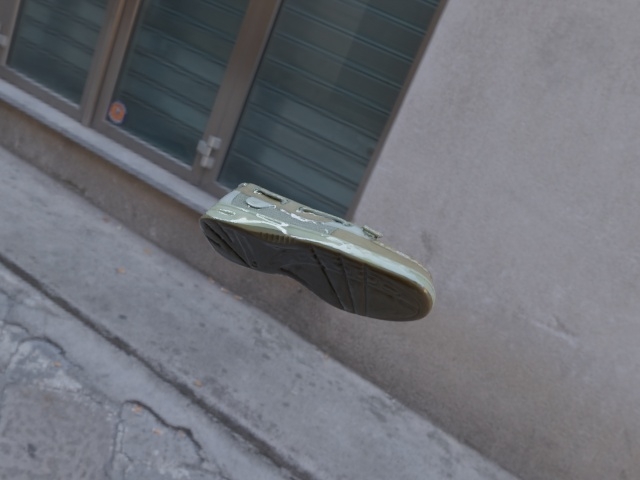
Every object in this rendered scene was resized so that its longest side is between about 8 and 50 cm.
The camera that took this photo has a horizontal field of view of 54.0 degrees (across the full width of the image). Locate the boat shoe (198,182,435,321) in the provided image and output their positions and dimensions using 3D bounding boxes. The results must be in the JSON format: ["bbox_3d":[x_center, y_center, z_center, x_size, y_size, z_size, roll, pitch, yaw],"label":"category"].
[{"bbox_3d":[0.000,0.001,0.366,0.153,0.056,0.048,16,53,31],"label":"boat shoe"}]
